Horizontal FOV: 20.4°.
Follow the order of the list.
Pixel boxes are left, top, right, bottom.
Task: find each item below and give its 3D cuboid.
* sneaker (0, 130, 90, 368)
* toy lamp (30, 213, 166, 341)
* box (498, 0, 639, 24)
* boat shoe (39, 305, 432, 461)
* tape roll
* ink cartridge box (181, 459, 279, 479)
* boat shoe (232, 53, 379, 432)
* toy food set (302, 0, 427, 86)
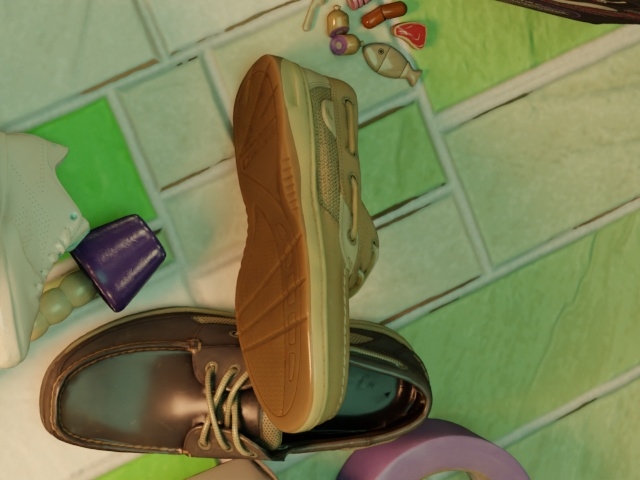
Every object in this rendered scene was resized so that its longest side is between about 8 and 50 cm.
[{"bbox_3d":[-0.237,0.004,1.471,0.094,0.080,0.212,4,65,-20],"label":"sneaker"},{"bbox_3d":[-0.255,0.074,1.515,0.274,0.080,0.080,-35,106,-11],"label":"toy lamp"},{"bbox_3d":[0.249,-0.270,1.536,0.165,0.270,0.143,10,94,-20],"label":"box"},{"bbox_3d":[-0.065,0.127,1.556,0.355,0.130,0.132,-5,98,-18],"label":"boat shoe"},{"bbox_3d":[0.106,0.266,1.659,0.189,0.080,0.189,-3,99,-18],"label":"tape roll"},{"bbox_3d":[-0.099,0.378,1.578,0.226,0.131,0.306,-23,102,-15],"label":"ink cartridge box"},{"bbox_3d":[0.000,0.000,1.510,0.110,0.121,0.341,11,63,-30],"label":"boat shoe"},{"bbox_3d":[0.049,-0.195,1.611,0.122,0.019,0.078,20,90,-20],"label":"toy food set"}]
